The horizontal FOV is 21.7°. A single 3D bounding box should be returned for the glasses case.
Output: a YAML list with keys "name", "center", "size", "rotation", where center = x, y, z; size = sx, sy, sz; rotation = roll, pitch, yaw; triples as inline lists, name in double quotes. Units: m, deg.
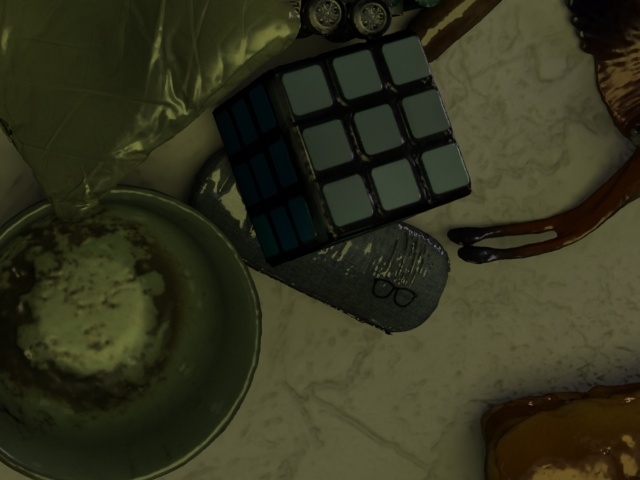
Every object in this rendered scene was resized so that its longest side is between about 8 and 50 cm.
- name: "glasses case"
  center: [0.000, 0.000, 1.635]
  size: [0.282, 0.067, 0.109]
  rotation: [27, 92, -22]

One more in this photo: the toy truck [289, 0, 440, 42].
- name: "toy truck"
  center: [-0.018, -0.243, 1.533]
  size: [0.253, 0.114, 0.124]
  rotation: [5, 92, -16]

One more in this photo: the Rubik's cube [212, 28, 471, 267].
- name: "Rubik's cube"
  center: [0.016, -0.082, 1.520]
  size: [0.163, 0.162, 0.160]
  rotation: [-19, 89, -25]

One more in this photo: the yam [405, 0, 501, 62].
- name: "yam"
  center: [0.172, -0.265, 1.605]
  size: [0.241, 0.057, 0.057]
  rotation: [-45, 113, 3]

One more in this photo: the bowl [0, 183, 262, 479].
- name: "bowl"
  center: [-0.208, 0.074, 1.561]
  size: [0.289, 0.146, 0.289]
  rotation: [-4, 106, -14]

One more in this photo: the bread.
- name: "bread"
  center: [0.334, 0.236, 1.755]
  size: [0.344, 0.149, 0.195]
  rotation: [-10, 110, -12]

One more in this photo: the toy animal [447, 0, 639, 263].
- name: "toy animal"
  center: [0.325, -0.065, 1.674]
  size: [0.302, 0.225, 0.284]
  rotation: [14, 123, -30]

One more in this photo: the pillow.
- name: "pillow"
  center: [-0.191, -0.202, 1.443]
  size: [0.274, 0.076, 0.281]
  rotation: [-39, 77, 12]
